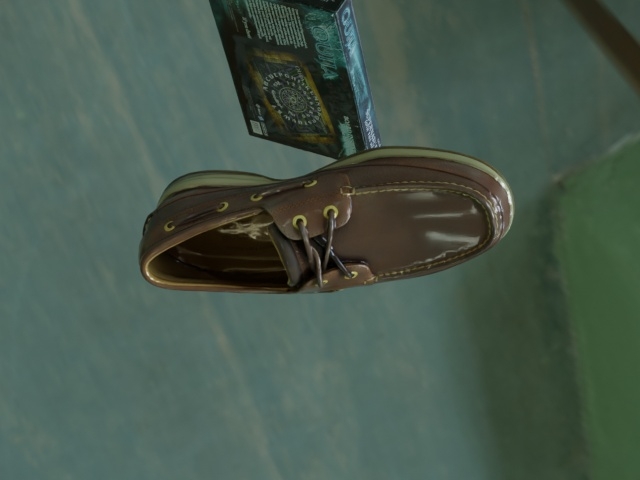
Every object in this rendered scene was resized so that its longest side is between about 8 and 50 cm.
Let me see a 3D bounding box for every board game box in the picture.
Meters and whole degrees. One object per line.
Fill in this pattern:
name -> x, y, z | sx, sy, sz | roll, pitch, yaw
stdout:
board game box -> -0.019, -0.141, 1.404 | 0.026, 0.126, 0.186 | -57, 151, -30

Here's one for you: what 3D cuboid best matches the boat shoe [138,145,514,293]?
boat shoe -> 0.000, 0.000, 0.784 | 0.178, 0.060, 0.064 | -4, 117, 20
